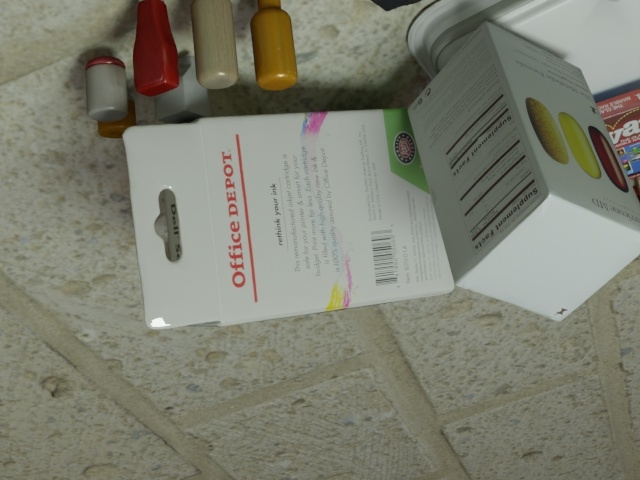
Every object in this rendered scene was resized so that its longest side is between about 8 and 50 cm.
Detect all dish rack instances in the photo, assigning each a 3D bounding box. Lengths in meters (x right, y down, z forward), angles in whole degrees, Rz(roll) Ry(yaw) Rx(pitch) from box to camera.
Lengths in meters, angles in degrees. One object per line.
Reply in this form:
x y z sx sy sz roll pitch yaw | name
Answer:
0.278 -0.187 1.238 0.285 0.072 0.333 -26 147 15 | dish rack

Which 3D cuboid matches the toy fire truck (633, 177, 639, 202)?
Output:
0.428 -0.062 1.500 0.192 0.047 0.135 5 142 -26 | toy fire truck

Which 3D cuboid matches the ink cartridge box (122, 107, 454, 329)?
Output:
-0.045 -0.024 1.167 0.353 0.207 0.119 -6 179 -29 | ink cartridge box

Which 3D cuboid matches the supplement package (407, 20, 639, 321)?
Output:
0.195 -0.068 1.085 0.139 0.244 0.134 19 131 -29 | supplement package

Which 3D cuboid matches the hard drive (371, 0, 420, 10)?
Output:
0.167 -0.291 0.923 0.339 0.064 0.237 -15 174 21 | hard drive

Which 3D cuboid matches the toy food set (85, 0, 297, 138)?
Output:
-0.142 -0.180 1.091 0.232 0.104 0.111 -14 166 33 | toy food set

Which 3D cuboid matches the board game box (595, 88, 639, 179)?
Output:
0.327 -0.109 1.287 0.281 0.027 0.145 -18 147 6 | board game box
